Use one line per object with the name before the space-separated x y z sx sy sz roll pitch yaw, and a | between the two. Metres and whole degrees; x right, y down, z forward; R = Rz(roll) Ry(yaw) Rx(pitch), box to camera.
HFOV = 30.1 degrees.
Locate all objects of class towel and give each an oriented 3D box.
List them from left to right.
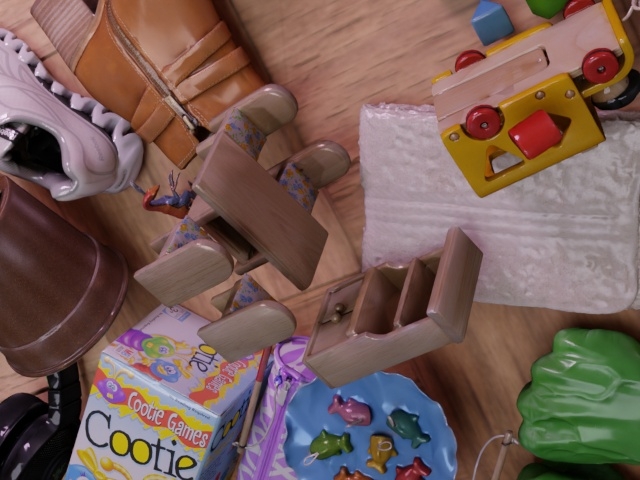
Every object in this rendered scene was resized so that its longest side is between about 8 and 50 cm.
towel | 0.169 -0.032 1.090 0.282 0.049 0.187 6 111 22

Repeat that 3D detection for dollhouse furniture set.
dollhouse furniture set | 0.000 0.000 1.036 0.161 0.212 0.242 -26 120 37

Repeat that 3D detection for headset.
headset | -0.392 0.236 1.405 0.243 0.185 0.394 6 97 16

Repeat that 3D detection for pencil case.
pencil case | -0.032 0.199 1.241 0.086 0.088 0.206 23 118 15

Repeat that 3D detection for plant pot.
plant pot | -0.310 0.027 1.209 0.167 0.167 0.165 -16 136 27

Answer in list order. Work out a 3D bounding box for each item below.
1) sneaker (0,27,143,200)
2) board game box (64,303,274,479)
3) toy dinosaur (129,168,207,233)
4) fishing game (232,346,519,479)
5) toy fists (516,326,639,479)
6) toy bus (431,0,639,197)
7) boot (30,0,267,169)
sneaker | -0.325 -0.136 1.217 0.292 0.118 0.110 31 120 11
board game box | -0.175 0.230 1.281 0.142 0.144 0.275 27 117 11
toy dinosaur | -0.147 -0.038 1.199 0.047 0.082 0.090 -38 93 30
fishing game | 0.043 0.208 1.148 0.264 0.041 0.189 22 118 11
toy fists | 0.253 0.213 1.126 0.142 0.096 0.279 7 111 12
toy bus | 0.192 -0.117 0.972 0.202 0.191 0.104 16 151 50
boot | -0.126 -0.214 1.107 0.220 0.109 0.283 48 118 -2
